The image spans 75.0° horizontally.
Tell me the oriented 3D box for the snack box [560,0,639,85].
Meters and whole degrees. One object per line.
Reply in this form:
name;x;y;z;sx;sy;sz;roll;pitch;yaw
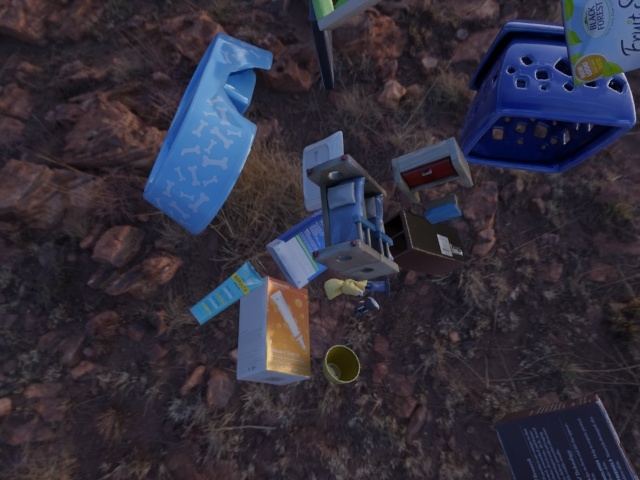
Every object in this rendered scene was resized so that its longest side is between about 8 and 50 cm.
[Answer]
snack box;0.411;-0.309;0.503;0.207;0.174;0.070;-9;40;32

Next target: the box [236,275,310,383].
box;-0.172;0.341;1.560;0.168;0.215;0.345;-28;52;36

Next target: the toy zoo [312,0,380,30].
toy zoo;0.030;-0.448;0.515;0.030;0.192;0.293;-24;105;-36

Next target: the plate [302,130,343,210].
plate;-0.001;-0.267;1.654;0.045;0.277;0.278;-1;87;-32

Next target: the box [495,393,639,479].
box;0.501;0.428;0.855;0.203;0.168;0.167;-27;65;25

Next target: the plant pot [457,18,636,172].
plant pot;0.414;-0.276;0.807;0.236;0.236;0.212;7;78;3

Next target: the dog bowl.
dog bowl;-0.144;-0.150;0.535;0.074;0.166;0.297;25;50;-27

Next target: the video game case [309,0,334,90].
video game case;0.001;-0.467;0.806;0.026;0.196;0.274;-5;75;7

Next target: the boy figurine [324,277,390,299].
boy figurine;0.158;0.210;1.805;0.285;0.177;0.092;-3;97;6

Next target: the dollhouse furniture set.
dollhouse furniture set;0.093;-0.041;0.531;0.184;0.129;0.129;-17;65;27

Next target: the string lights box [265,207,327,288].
string lights box;0.000;0.000;1.129;0.260;0.077;0.133;-35;107;-18

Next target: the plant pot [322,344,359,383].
plant pot;0.059;0.458;1.497;0.134;0.095;0.134;16;48;-18

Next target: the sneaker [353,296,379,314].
sneaker;0.174;0.267;1.623;0.065;0.158;0.061;-37;86;-24

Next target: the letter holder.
letter holder;0.336;0.036;1.512;0.302;0.214;0.152;15;55;-35

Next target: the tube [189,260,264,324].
tube;-0.259;0.148;1.153;0.207;0.052;0.080;-38;94;-22
